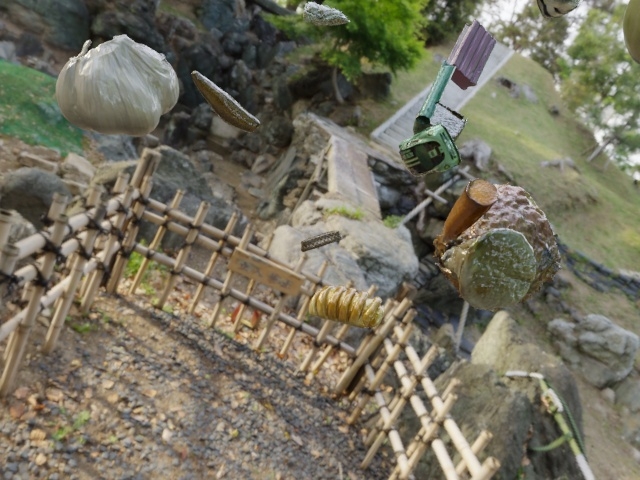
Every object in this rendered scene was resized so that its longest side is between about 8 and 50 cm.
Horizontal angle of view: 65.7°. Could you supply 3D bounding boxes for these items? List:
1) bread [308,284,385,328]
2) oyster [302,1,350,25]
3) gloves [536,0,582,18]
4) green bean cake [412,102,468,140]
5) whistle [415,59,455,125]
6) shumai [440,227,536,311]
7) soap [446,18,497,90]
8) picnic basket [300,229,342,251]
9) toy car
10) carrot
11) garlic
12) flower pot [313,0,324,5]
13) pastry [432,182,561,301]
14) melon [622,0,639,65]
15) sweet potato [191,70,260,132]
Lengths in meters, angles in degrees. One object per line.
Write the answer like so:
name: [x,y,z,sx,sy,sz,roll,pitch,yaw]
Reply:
bread: [0.117,0.266,2.068,0.310,0.121,0.173,9,32,21]
oyster: [0.011,-0.702,1.546,0.177,0.064,0.125,-1,27,-27]
gloves: [0.665,-0.693,1.336,0.131,0.140,0.218,10,1,-7]
green bean cake: [0.466,-0.452,1.952,0.181,0.094,0.173,31,50,10]
whistle: [0.285,-0.364,1.215,0.039,0.187,0.039,23,-21,9]
shumai: [0.376,0.058,1.122,0.201,0.202,0.120,24,11,-18]
soap: [0.511,-0.633,1.694,0.122,0.203,0.065,34,-14,-22]
picnic basket: [0.000,0.000,2.238,0.110,0.193,0.055,-171,-118,-83]
toy car: [0.316,-0.264,1.535,0.136,0.125,0.306,61,-11,-8]
carrot: [0.323,-0.050,1.122,0.072,0.205,0.072,7,55,-10]
garlic: [-0.384,-0.277,0.954,0.229,0.178,0.143,-19,55,-13]
flower pot: [-0.024,-0.744,1.322,0.103,0.108,0.229,18,42,-38]
pastry: [0.538,0.031,1.489,0.337,0.292,0.405,45,52,10]
melon: [0.817,-0.510,1.087,0.271,0.308,0.272,6,48,-7]
sweet potato: [-0.293,-0.404,1.481,0.243,0.077,0.077,36,13,-21]
